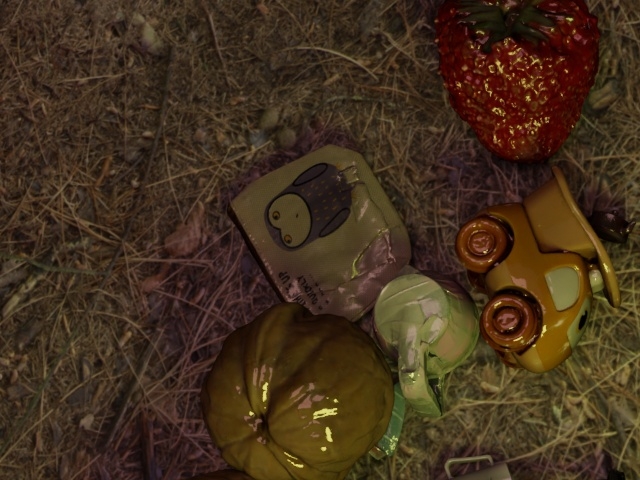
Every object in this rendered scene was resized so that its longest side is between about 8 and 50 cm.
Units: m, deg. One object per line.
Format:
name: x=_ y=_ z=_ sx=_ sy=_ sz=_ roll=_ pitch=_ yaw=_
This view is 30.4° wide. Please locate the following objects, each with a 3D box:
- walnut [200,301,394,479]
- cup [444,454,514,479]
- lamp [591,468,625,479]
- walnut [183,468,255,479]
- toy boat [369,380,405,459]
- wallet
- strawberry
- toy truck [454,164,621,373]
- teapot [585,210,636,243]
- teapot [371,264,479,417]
walnut: x=-0.032 y=0.234 z=1.786 sx=0.296 sy=0.285 sz=0.285 roll=-20 pitch=70 yaw=29
cup: x=0.237 y=0.375 z=1.808 sx=0.116 sy=0.074 sz=0.104 roll=-24 pitch=56 yaw=7
lamp: x=0.312 y=0.425 z=1.683 sx=0.283 sy=0.203 sz=0.124 roll=-16 pitch=96 yaw=10
walnut: x=-0.167 y=0.497 z=1.800 sx=0.313 sy=0.252 sz=0.277 roll=-39 pitch=64 yaw=35
toy boat: x=0.105 y=0.282 z=1.891 sx=0.096 sy=0.034 sz=0.122 roll=42 pitch=89 yaw=17
wallet: x=0.000 y=0.002 z=1.982 sx=0.275 sy=0.068 sz=0.335 roll=-34 pitch=68 yaw=8
strawberry: x=0.313 y=-0.283 z=1.897 sx=0.261 sy=0.257 sz=0.261 roll=-4 pitch=47 yaw=4
toy truck: x=0.326 y=0.051 z=1.791 sx=0.212 sy=0.204 sz=0.288 roll=-22 pitch=68 yaw=9
teapot: x=0.451 y=-0.026 z=1.848 sx=0.100 sy=0.068 sz=0.045 roll=13 pitch=74 yaw=54
teapot: x=0.143 y=0.147 z=1.837 sx=0.163 sy=0.178 sz=0.221 roll=22 pitch=84 yaw=22
